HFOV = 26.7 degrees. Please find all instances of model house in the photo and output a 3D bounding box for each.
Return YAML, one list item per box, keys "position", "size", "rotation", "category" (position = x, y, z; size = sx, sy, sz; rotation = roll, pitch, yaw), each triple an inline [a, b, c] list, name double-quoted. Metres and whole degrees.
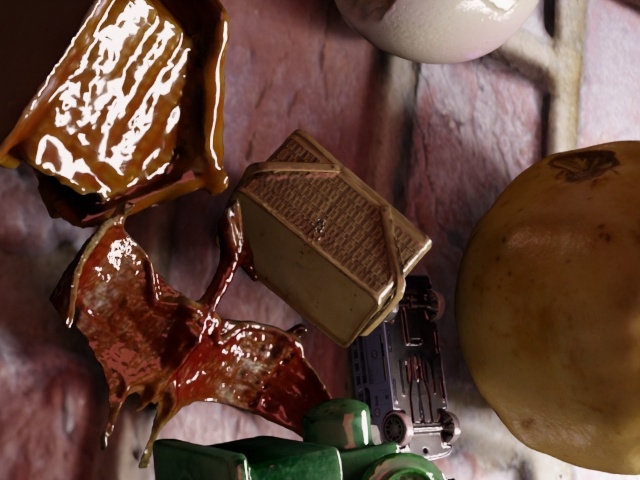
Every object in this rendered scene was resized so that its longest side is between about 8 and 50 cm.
- position: [-0.174, -0.141, 1.021]
  size: [0.219, 0.199, 0.229]
  rotation: [-47, 146, 3]
  category: "model house"

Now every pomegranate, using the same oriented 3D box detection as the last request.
- position: [0.294, 0.066, 1.279]
  size: [0.333, 0.332, 0.332]
  rotation: [11, 73, -38]
  category: "pomegranate"

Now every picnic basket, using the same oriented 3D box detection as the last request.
- position: [0.000, 0.000, 1.118]
  size: [0.164, 0.115, 0.079]
  rotation: [40, 61, 3]
  category: "picnic basket"

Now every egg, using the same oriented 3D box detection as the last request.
- position: [0.122, -0.256, 1.269]
  size: [0.217, 0.183, 0.183]
  rotation: [-3, 81, -32]
  category: "egg"

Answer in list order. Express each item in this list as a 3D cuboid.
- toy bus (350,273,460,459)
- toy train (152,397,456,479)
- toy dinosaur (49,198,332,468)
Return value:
- position: [0.070, 0.115, 1.210]
  size: [0.073, 0.076, 0.167]
  rotation: [5, 74, -41]
  category: "toy bus"
- position: [-0.004, 0.253, 0.987]
  size: [0.202, 0.145, 0.266]
  rotation: [-6, 91, -30]
  category: "toy train"
- position: [-0.083, 0.096, 1.040]
  size: [0.206, 0.113, 0.327]
  rotation: [-39, 130, -23]
  category: "toy dinosaur"
